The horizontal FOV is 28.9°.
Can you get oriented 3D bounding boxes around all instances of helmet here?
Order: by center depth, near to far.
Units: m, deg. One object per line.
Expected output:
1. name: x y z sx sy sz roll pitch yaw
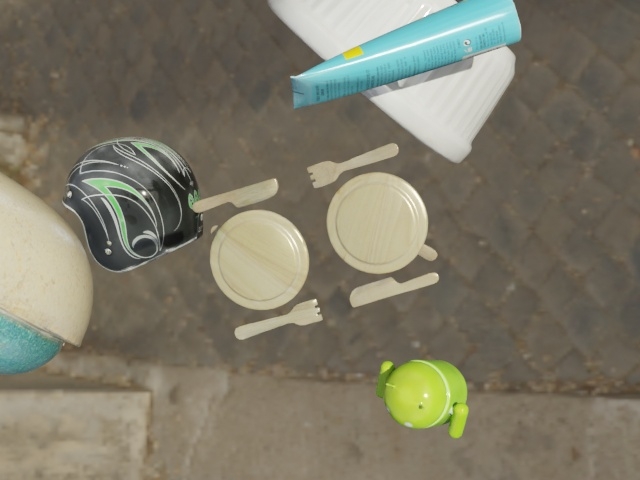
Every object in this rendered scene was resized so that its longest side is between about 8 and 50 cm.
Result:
1. helmet: -0.242 -0.055 1.597 0.169 0.169 0.162 -15 101 47

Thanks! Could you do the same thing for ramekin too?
1. ramekin: 0.084 -0.212 1.300 0.127 0.273 0.273 -50 50 11

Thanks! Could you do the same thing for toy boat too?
1. toy boat: -0.280 -0.002 0.694 0.318 0.267 0.148 20 79 37

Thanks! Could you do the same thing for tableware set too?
1. tableware set: 0.000 0.000 1.065 0.194 0.039 0.128 -16 95 13

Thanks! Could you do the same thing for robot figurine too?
1. robot figurine: 0.104 0.152 1.231 0.101 0.115 0.067 30 99 24

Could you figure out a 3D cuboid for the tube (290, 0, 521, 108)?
1. tube: 0.072 -0.164 1.091 0.080 0.207 0.052 79 169 -72
